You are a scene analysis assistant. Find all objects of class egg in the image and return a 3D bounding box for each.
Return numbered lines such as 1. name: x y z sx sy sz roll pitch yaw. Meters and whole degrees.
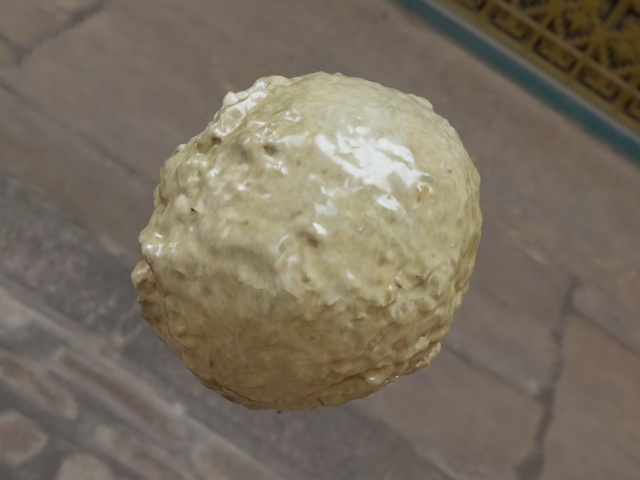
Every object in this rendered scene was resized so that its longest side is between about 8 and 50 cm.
1. egg: 0.000 0.000 0.616 0.140 0.118 0.116 -33 47 -24
